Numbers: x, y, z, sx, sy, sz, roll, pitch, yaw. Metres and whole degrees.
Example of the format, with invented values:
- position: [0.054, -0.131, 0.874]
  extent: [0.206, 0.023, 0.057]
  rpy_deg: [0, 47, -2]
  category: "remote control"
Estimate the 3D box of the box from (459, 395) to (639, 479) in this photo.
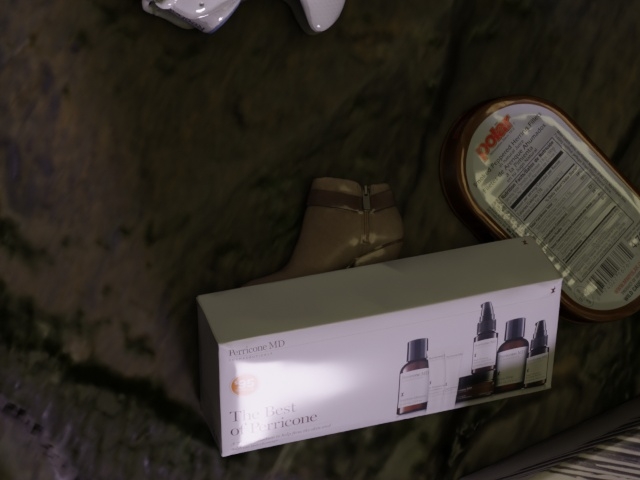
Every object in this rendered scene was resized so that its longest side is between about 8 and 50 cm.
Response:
- position: [0.247, 0.165, 1.200]
  extent: [0.275, 0.094, 0.113]
  rpy_deg: [-24, 94, -15]
  category: "box"

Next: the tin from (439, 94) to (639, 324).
- position: [0.169, -0.023, 1.219]
  extent: [0.189, 0.040, 0.106]
  rpy_deg: [45, 74, -9]
  category: "tin"

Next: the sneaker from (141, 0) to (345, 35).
- position: [-0.106, -0.205, 1.120]
  extent: [0.297, 0.111, 0.129]
  rpy_deg: [5, 92, -14]
  category: "sneaker"

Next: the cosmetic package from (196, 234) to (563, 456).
- position: [0.040, 0.070, 1.145]
  extent: [0.239, 0.060, 0.099]
  rpy_deg: [-10, 124, -15]
  category: "cosmetic package"

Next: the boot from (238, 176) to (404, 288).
- position: [0.000, 0.000, 1.173]
  extent: [0.118, 0.042, 0.087]
  rpy_deg: [1, 81, -16]
  category: "boot"
